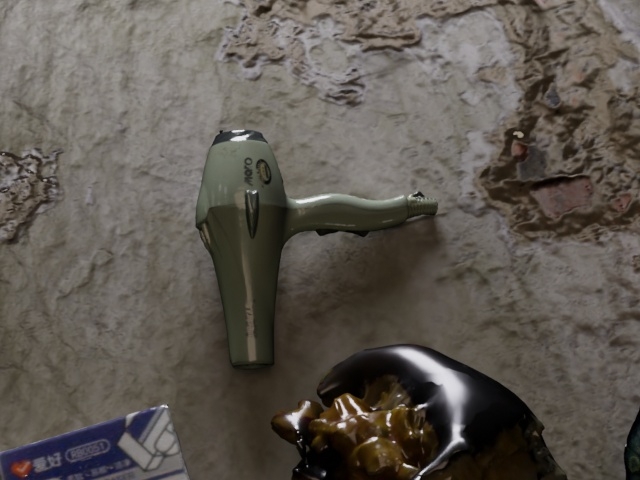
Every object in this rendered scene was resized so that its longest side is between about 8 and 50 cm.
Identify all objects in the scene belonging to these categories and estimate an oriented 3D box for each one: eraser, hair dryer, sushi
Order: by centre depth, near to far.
[{"bbox_3d":[0.080,0.207,1.712,0.200,0.204,0.213,-23,109,-35],"label":"sushi"},{"bbox_3d":[-0.217,0.236,1.751,0.210,0.068,0.124,-16,71,-6],"label":"eraser"},{"bbox_3d":[-0.021,0.025,1.844,0.225,0.088,0.219,19,76,-10],"label":"hair dryer"}]

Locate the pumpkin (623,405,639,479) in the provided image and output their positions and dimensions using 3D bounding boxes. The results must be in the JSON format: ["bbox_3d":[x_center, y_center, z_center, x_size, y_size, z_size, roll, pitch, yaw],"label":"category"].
[{"bbox_3d":[0.369,0.198,1.691,0.163,0.233,0.233,-2,65,-38],"label":"pumpkin"}]
